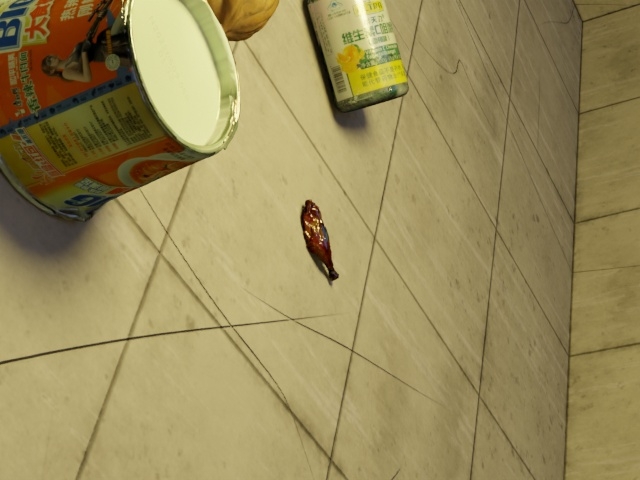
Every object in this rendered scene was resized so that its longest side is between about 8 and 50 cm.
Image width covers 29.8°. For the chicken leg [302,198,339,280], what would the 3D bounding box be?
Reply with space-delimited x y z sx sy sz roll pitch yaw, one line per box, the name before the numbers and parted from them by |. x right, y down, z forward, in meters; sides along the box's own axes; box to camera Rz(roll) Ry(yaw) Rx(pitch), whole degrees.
chicken leg | -0.001 0.001 2.028 0.062 0.037 0.145 -22 95 -77

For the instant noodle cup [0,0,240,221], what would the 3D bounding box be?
instant noodle cup | -0.245 -0.190 1.442 0.296 0.214 0.296 36 47 -51

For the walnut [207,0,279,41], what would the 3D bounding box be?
walnut | -0.151 -0.387 1.757 0.213 0.213 0.213 37 46 -51

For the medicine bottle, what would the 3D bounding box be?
medicine bottle | 0.059 -0.391 2.210 0.141 0.141 0.293 -23 98 -63
